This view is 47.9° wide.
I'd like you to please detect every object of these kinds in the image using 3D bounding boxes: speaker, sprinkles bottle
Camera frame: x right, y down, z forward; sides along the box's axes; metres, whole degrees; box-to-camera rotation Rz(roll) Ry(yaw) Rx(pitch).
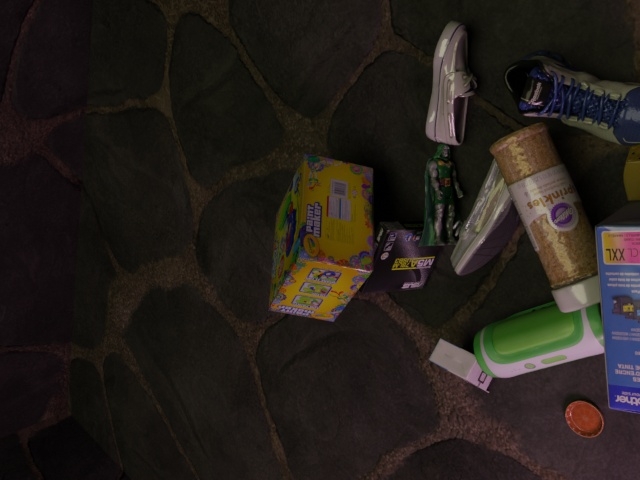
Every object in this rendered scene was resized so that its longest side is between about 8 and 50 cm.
[{"bbox_3d":[0.475,0.203,1.522,0.297,0.131,0.131,-27,84,40],"label":"speaker"},{"bbox_3d":[0.447,-0.044,1.385,0.121,0.121,0.355,-28,82,44],"label":"sprinkles bottle"}]

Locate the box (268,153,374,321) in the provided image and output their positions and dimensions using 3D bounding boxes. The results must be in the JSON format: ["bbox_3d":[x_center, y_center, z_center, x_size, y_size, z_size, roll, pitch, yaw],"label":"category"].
[{"bbox_3d":[0.000,0.000,1.741,0.279,0.177,0.289,120,157,-54],"label":"box"}]

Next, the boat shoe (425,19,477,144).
[{"bbox_3d":[0.294,-0.335,1.564,0.088,0.096,0.267,23,118,31],"label":"boat shoe"}]

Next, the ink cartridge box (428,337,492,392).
[{"bbox_3d":[0.340,0.294,1.689,0.104,0.180,0.060,24,84,36],"label":"ink cartridge box"}]

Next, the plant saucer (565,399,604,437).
[{"bbox_3d":[0.576,0.387,1.571,0.083,0.013,0.083,15,112,40],"label":"plant saucer"}]

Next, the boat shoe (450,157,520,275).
[{"bbox_3d":[0.368,-0.067,1.565,0.103,0.118,0.320,44,124,35],"label":"boat shoe"}]

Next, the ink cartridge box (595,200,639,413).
[{"bbox_3d":[0.610,0.137,1.285,0.151,0.270,0.395,2,104,37],"label":"ink cartridge box"}]

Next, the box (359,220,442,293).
[{"bbox_3d":[0.193,0.039,1.699,0.045,0.191,0.184,50,131,44],"label":"box"}]

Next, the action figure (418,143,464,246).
[{"bbox_3d":[0.279,-0.104,1.639,0.063,0.137,0.232,-3,91,54],"label":"action figure"}]

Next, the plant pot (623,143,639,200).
[{"bbox_3d":[0.601,-0.132,1.324,0.081,0.081,0.083,-3,137,43],"label":"plant pot"}]

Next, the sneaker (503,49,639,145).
[{"bbox_3d":[0.470,-0.262,1.360,0.315,0.182,0.127,33,124,31],"label":"sneaker"}]
